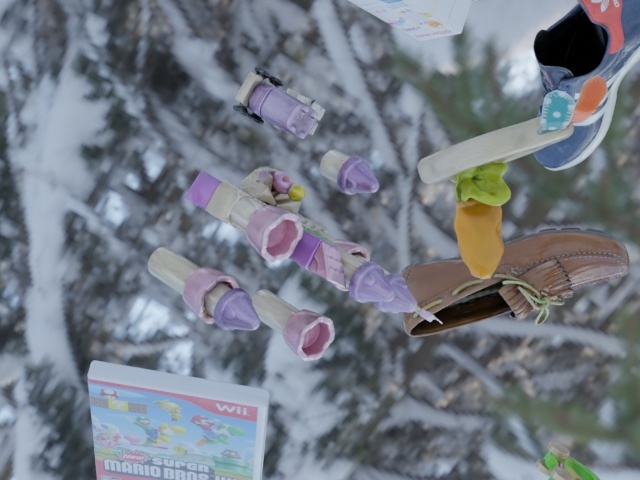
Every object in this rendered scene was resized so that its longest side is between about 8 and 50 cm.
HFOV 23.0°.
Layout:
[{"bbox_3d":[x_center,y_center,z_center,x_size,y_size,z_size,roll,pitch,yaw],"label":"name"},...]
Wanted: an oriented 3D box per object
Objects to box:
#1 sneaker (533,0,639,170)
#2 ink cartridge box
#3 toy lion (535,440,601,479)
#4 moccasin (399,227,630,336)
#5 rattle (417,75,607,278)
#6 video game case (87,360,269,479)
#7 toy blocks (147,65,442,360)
[{"bbox_3d":[0.354,-0.234,2.261,0.148,0.350,0.131,-9,-129,-29],"label":"sneaker"},{"bbox_3d":[0.123,-0.313,1.958,0.143,0.092,0.090,26,-103,-30],"label":"ink cartridge box"},{"bbox_3d":[0.264,0.251,1.571,0.096,0.034,0.100,29,-162,-5],"label":"toy lion"},{"bbox_3d":[0.313,0.076,2.553,0.380,0.139,0.147,-10,-125,7],"label":"moccasin"},{"bbox_3d":[0.200,-0.058,1.509,0.130,0.200,0.143,13,-114,-52],"label":"rattle"},{"bbox_3d":[-0.168,0.240,1.860,0.204,0.285,0.025,10,-126,2],"label":"video game case"},{"bbox_3d":[0.000,0.000,1.993,0.260,0.309,0.288,31,-177,38],"label":"toy blocks"}]
